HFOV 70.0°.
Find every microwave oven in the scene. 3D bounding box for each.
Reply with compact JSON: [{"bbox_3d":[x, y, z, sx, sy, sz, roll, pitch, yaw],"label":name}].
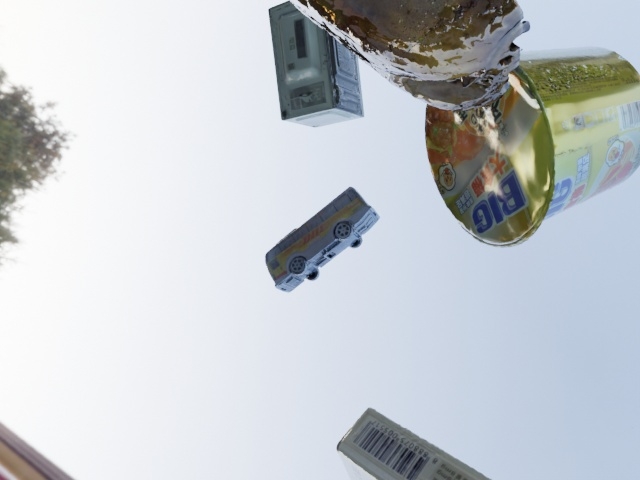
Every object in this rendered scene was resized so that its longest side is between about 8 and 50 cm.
[{"bbox_3d":[-0.001,-0.334,0.870,0.122,0.162,0.208,-5,-86,28],"label":"microwave oven"}]

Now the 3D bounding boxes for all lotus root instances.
[{"bbox_3d":[0.008,-0.211,0.368,0.078,0.167,0.329,-41,-118,-3],"label":"lotus root"}]

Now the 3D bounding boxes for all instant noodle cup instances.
[{"bbox_3d":[0.228,-0.112,0.485,0.153,0.205,0.205,-18,-125,-13],"label":"instant noodle cup"}]

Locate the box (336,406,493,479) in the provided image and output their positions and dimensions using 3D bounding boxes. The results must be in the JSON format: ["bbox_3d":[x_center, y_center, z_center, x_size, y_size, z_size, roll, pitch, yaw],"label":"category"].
[{"bbox_3d":[0.146,0.298,0.470,0.259,0.168,0.071,18,-133,45],"label":"box"}]

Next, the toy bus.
[{"bbox_3d":[0.000,0.000,0.708,0.190,0.064,0.075,-37,-114,8],"label":"toy bus"}]
